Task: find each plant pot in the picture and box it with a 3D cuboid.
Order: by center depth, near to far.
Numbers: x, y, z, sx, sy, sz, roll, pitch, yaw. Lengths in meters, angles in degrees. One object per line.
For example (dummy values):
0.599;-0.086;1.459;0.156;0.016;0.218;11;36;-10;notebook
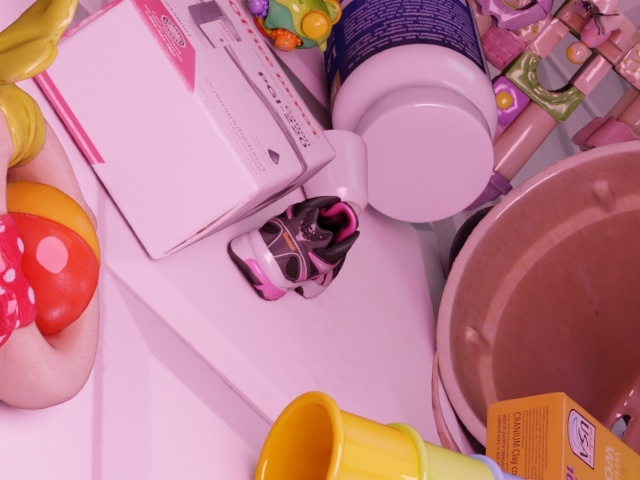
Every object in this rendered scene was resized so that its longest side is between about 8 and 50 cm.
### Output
0.309;0.132;1.700;0.305;0.334;0.333;54;13;-50;plant pot

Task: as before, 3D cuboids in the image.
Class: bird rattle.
-0.153;-0.005;0.947;0.207;0.143;0.253;62;10;-49;bird rattle

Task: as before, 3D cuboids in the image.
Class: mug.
0.017;-0.046;1.584;0.078;0.062;0.064;30;39;-43;mug

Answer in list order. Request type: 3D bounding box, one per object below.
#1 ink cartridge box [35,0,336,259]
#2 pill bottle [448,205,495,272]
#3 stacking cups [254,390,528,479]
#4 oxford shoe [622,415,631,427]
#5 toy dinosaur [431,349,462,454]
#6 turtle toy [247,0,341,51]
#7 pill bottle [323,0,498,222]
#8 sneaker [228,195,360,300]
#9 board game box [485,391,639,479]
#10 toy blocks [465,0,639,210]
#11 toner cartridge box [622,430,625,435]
-0.087;-0.088;1.316;0.158;0.092;0.218;57;15;0;ink cartridge box
0.226;0.044;1.864;0.219;0.123;0.122;26;34;-45;pill bottle
0.117;0.181;1.190;0.316;0.096;0.096;20;34;-25;stacking cups
0.335;0.266;1.871;0.097;0.098;0.271;63;26;-46;oxford shoe
0.120;0.202;1.444;0.211;0.064;0.112;61;2;-24;toy dinosaur
-0.037;-0.223;1.735;0.130;0.066;0.095;54;17;-7;turtle toy
0.083;-0.137;1.765;0.153;0.153;0.264;48;19;-27;pill bottle
0.000;0.000;1.421;0.072;0.077;0.178;58;16;-1;sneaker
0.220;0.282;1.400;0.316;0.064;0.242;38;47;-46;board game box
0.219;-0.141;2.001;0.288;0.260;0.309;40;2;-6;toy blocks
0.460;0.347;2.062;0.348;0.075;0.165;48;18;-25;toner cartridge box
